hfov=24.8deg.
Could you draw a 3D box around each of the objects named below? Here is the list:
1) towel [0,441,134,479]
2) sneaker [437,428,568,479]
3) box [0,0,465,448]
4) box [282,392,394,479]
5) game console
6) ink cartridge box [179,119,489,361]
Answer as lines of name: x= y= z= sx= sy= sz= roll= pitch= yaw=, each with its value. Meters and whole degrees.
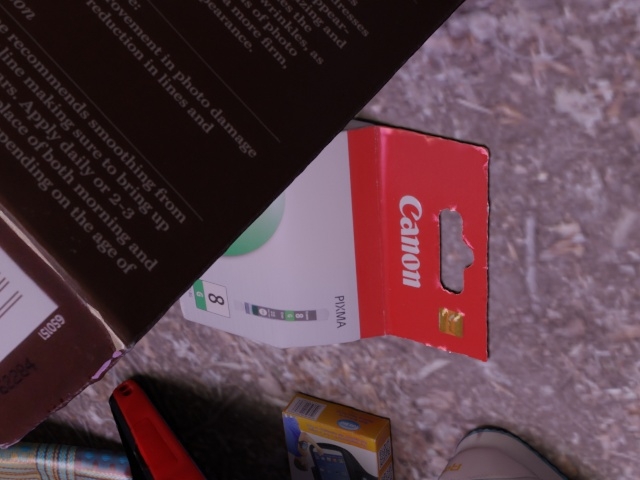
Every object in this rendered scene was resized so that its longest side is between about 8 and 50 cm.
towel: x=-0.342 y=0.280 z=1.359 sx=0.370 sy=0.040 sz=0.271 roll=4 pitch=129 yaw=7
sneaker: x=0.178 y=0.228 z=1.010 sx=0.229 sy=0.092 sz=0.087 roll=29 pitch=133 yaw=11
box: x=-0.081 y=-0.101 z=0.721 sx=0.191 sy=0.381 sz=0.143 roll=47 pitch=138 yaw=-5
box: x=0.017 y=0.186 z=1.134 sx=0.081 sy=0.028 sz=0.136 roll=13 pitch=128 yaw=26
game console: x=-0.059 y=0.337 z=1.170 sx=0.342 sy=0.060 sz=0.386 roll=-131 pitch=25 yaw=-56
ink cartridge box: x=0.000 y=0.000 z=0.983 sx=0.225 sy=0.056 sz=0.181 roll=16 pitch=131 yaw=26
